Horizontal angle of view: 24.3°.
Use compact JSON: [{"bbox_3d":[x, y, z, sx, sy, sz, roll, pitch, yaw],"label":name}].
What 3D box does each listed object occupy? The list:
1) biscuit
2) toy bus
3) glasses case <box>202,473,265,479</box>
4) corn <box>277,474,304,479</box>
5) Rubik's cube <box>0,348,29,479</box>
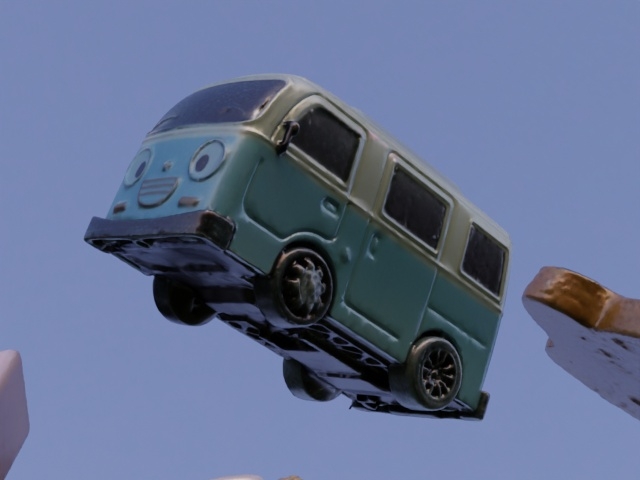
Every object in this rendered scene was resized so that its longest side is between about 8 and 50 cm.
[{"bbox_3d":[0.327,0.113,1.474,0.287,0.344,0.057,33,-102,-2],"label":"biscuit"},{"bbox_3d":[0.000,0.000,0.969,0.271,0.133,0.164,35,-114,-37],"label":"toy bus"},{"bbox_3d":[-0.153,0.266,1.360,0.233,0.059,0.092,-12,-24,-28],"label":"glasses case"},{"bbox_3d":[0.025,0.386,1.662,0.101,0.291,0.101,-25,-30,-16],"label":"corn"},{"bbox_3d":[-0.414,0.261,1.230,0.387,0.368,0.358,-13,-60,-19],"label":"Rubik's cube"}]
